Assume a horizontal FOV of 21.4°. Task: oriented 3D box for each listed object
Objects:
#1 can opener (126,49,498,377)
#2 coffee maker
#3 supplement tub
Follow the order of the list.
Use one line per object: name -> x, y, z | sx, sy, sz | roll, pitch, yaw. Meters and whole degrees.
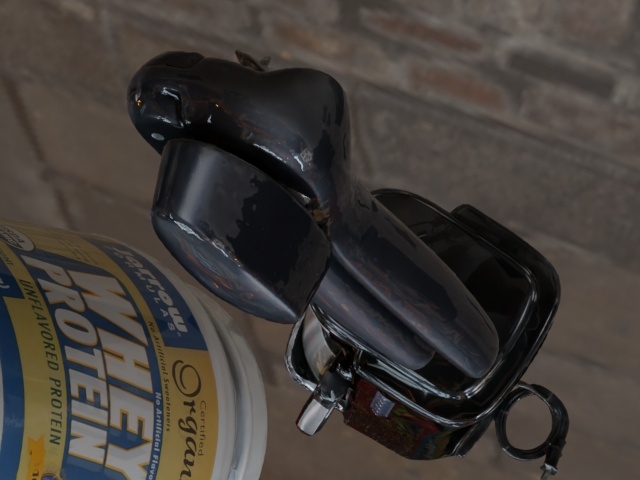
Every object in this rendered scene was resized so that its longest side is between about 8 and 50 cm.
can opener -> 0.000, 0.000, 0.526 | 0.059, 0.073, 0.186 | 18, 167, 34
coffee maker -> 0.071, 0.053, 0.914 | 0.171, 0.120, 0.178 | 11, 167, -1
supplement tub -> -0.119, 0.062, 0.586 | 0.144, 0.144, 0.200 | 12, 180, 28
